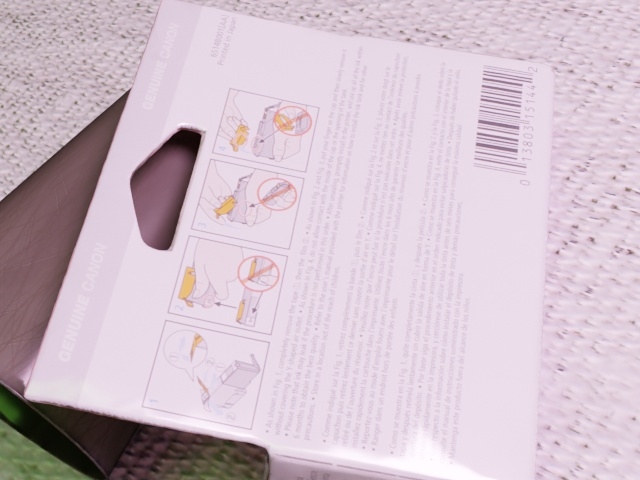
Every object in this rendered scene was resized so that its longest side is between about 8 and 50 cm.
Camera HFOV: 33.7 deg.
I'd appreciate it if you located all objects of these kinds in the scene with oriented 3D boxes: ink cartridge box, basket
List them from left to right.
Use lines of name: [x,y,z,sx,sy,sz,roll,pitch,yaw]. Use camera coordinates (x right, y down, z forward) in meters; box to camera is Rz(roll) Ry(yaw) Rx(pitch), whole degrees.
basket: [-0.139,0.013,0.690,0.204,0.154,0.227,19,61,39]
ink cartridge box: [0.000,0.000,0.626,0.261,0.066,0.296,11,57,1]
